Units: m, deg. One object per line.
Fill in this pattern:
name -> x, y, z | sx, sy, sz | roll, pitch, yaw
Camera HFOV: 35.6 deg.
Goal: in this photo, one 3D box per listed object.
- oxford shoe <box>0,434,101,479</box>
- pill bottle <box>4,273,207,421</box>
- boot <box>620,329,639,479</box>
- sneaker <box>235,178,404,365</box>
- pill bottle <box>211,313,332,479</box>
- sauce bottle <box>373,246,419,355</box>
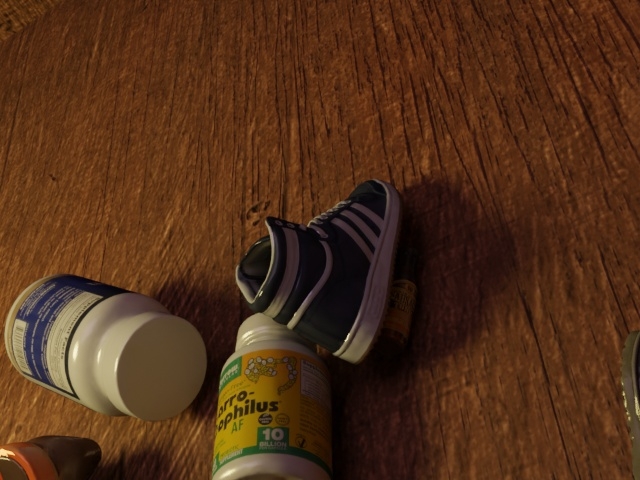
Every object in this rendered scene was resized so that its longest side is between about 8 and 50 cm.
oxford shoe -> -0.396, 0.342, 1.190 | 0.364, 0.133, 0.130 | -34, 78, 29
pill bottle -> -0.267, 0.132, 1.234 | 0.265, 0.153, 0.153 | 10, 60, 47
boot -> 0.339, 0.132, 0.741 | 0.208, 0.076, 0.189 | -23, 53, 35
sneaker -> 0.000, 0.000, 1.089 | 0.282, 0.153, 0.099 | -79, 16, -52
pill bottle -> -0.047, 0.176, 1.014 | 0.118, 0.117, 0.208 | -25, 39, 22
sauce bottle -> 0.083, 0.063, 1.077 | 0.042, 0.042, 0.128 | -14, 46, 33
